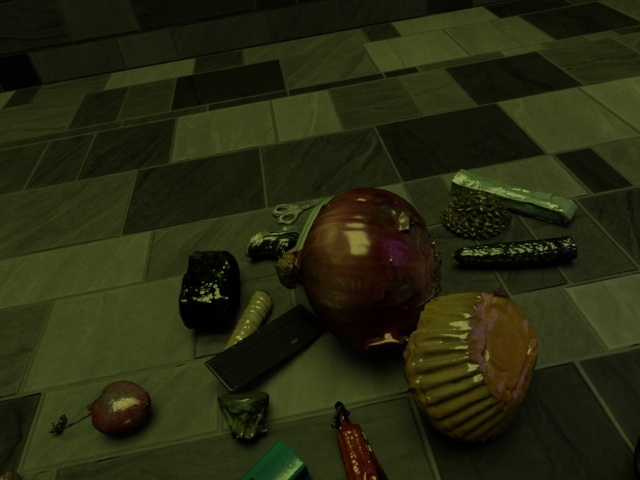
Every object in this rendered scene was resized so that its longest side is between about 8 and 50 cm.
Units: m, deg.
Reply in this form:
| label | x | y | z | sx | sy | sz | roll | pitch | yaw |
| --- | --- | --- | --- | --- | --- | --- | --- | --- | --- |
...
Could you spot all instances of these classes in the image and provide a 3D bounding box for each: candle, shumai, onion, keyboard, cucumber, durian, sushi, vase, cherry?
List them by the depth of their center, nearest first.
| label | x | y | z | sx | sy | sz | roll | pitch | yaw |
| --- | --- | --- | --- | --- | --- | --- | --- | --- | --- |
| candle | 0.082 | 0.405 | 0.848 | 0.084 | 0.059 | 0.302 | -7 | 41 | -16 |
| shumai | -0.147 | 0.341 | 0.958 | 0.099 | 0.124 | 0.087 | -1 | 78 | -19 |
| cherry | -0.445 | 0.342 | 1.004 | 0.225 | 0.090 | 0.107 | -8 | 52 | 15 |
| onion | 0.107 | 0.065 | 1.022 | 0.353 | 0.354 | 0.354 | -5 | 41 | 5 |
| keyboard | -0.074 | 0.202 | 1.101 | 0.381 | 0.041 | 0.103 | -31 | 56 | -33 |
| sushi | -0.261 | 0.115 | 1.197 | 0.127 | 0.124 | 0.225 | -7 | 35 | 2 |
| cucumber | 0.465 | 0.034 | 1.200 | 0.293 | 0.068 | 0.067 | -6 | 41 | 6 |
| vase | 0.000 | 0.000 | 1.286 | 0.128 | 0.128 | 0.248 | 16 | 56 | 26 |
| durian | 0.408 | -0.077 | 1.302 | 0.186 | 0.108 | 0.119 | 10 | 44 | 21 |

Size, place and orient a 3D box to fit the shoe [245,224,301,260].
| label | x | y | z | sx | sy | sz | roll | pitch | yaw |
| --- | --- | --- | --- | --- | --- | --- | --- | --- | --- |
| shoe | -0.113 | 0.022 | 1.321 | 0.169 | 0.071 | 0.099 | -19 | 44 | -16 |

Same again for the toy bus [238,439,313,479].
| label | x | y | z | sx | sy | sz | roll | pitch | yaw |
| --- | --- | --- | --- | --- | --- | --- | --- | --- | --- |
| toy bus | -0.097 | 0.427 | 0.829 | 0.079 | 0.092 | 0.160 | 28 | 53 | 37 |

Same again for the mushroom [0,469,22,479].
| label | x | y | z | sx | sy | sz | roll | pitch | yaw |
| --- | --- | --- | --- | --- | --- | --- | --- | --- | --- |
| mushroom | -0.713 | 0.448 | 0.969 | 0.306 | 0.043 | 0.068 | 7 | 26 | 20 |

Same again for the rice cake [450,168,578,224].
| label | x | y | z | sx | sy | sz | roll | pitch | yaw |
| --- | --- | --- | --- | --- | --- | --- | --- | --- | --- |
| rice cake | 0.528 | -0.120 | 1.367 | 0.336 | 0.063 | 0.066 | 22 | 58 | 30 |

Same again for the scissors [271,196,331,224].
| label | x | y | z | sx | sy | sz | roll | pitch | yaw |
| --- | --- | --- | --- | --- | --- | --- | --- | --- | --- |
| scissors | -0.051 | -0.099 | 1.490 | 0.189 | 0.015 | 0.100 | -20 | 43 | -15 |

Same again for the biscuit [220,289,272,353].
| label | x | y | z | sx | sy | sz | roll | pitch | yaw |
| --- | --- | --- | --- | --- | --- | --- | --- | --- | --- |
| biscuit | -0.166 | 0.203 | 1.131 | 0.055 | 0.061 | 0.219 | -13 | 32 | 32 |

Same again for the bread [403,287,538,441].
| label | x | y | z | sx | sy | sz | roll | pitch | yaw |
| --- | --- | --- | --- | --- | --- | --- | --- | --- | --- |
| bread | 0.279 | 0.220 | 0.885 | 0.274 | 0.274 | 0.149 | -48 | 10 | -36 |

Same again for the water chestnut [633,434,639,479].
| label | x | y | z | sx | sy | sz | roll | pitch | yaw |
| --- | --- | --- | --- | --- | --- | --- | --- | --- | --- |
| water chestnut | 0.613 | 0.336 | 0.690 | 0.289 | 0.289 | 0.244 | 18 | 79 | 28 |
